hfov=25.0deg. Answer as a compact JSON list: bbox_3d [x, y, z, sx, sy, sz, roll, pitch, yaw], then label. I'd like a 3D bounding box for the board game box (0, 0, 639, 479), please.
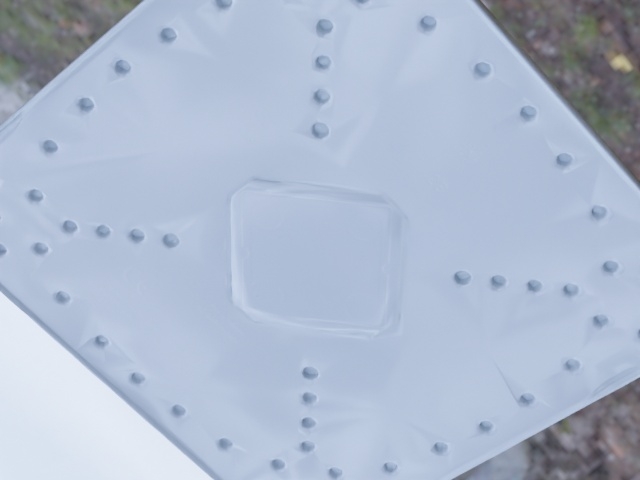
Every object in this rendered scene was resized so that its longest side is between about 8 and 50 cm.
[{"bbox_3d":[0.000,0.000,0.944,0.390,0.390,0.050,45,-150,-19],"label":"board game box"}]
